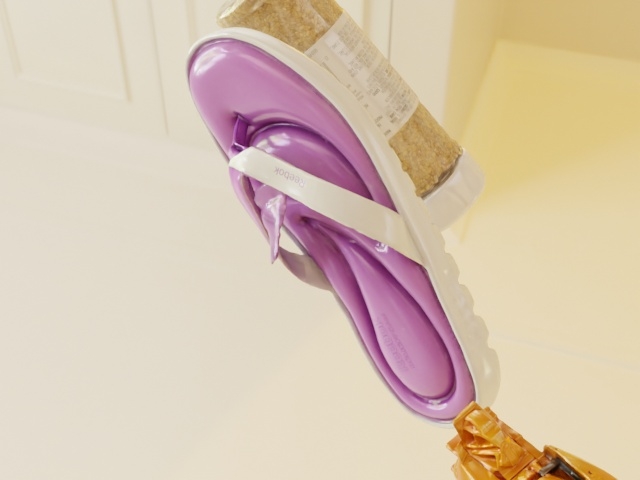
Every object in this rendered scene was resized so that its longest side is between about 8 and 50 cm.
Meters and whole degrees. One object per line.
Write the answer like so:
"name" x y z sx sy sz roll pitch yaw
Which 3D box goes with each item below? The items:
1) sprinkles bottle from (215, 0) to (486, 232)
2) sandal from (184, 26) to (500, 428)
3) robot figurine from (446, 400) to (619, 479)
"sprinkles bottle" 0.040 -0.162 1.137 0.121 0.355 0.121 -38 -161 16
"sandal" 0.008 -0.007 0.850 0.416 0.169 0.102 52 -133 2
"robot figurine" 0.144 0.228 0.547 0.211 0.085 0.291 -37 -133 -17
